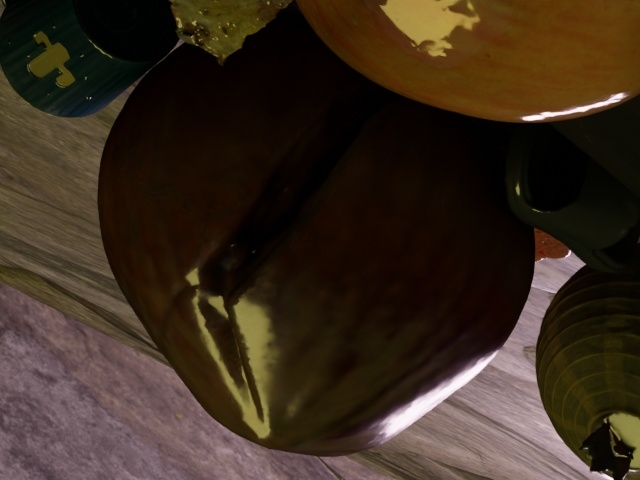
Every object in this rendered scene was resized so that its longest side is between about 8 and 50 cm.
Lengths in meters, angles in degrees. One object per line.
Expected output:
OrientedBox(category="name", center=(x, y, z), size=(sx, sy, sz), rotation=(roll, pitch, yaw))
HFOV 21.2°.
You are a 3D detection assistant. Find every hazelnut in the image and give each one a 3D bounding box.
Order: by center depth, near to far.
OrientedBox(category="hazelnut", center=(0.000, 0.000, 1.484), size=(0.359, 0.359, 0.409), rotation=(8, 164, 38))

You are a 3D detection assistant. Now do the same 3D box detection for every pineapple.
OrientedBox(category="pineapple", center=(-0.067, -0.230, 1.263), size=(0.186, 0.114, 0.236), rotation=(15, 159, 22))

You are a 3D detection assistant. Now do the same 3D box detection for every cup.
OrientedBox(category="cup", center=(-0.213, -0.206, 1.520), size=(0.176, 0.131, 0.155), rotation=(54, 149, -13))

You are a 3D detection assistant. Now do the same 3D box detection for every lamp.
OrientedBox(category="lamp", center=(0.315, 0.131, 1.612), size=(0.250, 0.284, 0.250), rotation=(17, 127, 24))

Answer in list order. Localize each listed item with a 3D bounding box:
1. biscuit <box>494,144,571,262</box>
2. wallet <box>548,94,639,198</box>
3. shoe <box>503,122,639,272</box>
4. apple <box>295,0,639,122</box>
OrientedBox(category="biscuit", center=(0.181, -0.028, 1.687), size=(0.183, 0.043, 0.280), rotation=(23, 163, 8))
OrientedBox(category="wallet", center=(0.229, -0.090, 1.199), size=(0.377, 0.051, 0.197), rotation=(43, 165, 15))
OrientedBox(category="shoe", center=(0.244, -0.043, 1.472), size=(0.093, 0.108, 0.241), rotation=(3, 161, 34))
OrientedBox(category="apple", center=(0.108, -0.191, 0.992), size=(0.241, 0.242, 0.242), rotation=(14, 166, -19))
